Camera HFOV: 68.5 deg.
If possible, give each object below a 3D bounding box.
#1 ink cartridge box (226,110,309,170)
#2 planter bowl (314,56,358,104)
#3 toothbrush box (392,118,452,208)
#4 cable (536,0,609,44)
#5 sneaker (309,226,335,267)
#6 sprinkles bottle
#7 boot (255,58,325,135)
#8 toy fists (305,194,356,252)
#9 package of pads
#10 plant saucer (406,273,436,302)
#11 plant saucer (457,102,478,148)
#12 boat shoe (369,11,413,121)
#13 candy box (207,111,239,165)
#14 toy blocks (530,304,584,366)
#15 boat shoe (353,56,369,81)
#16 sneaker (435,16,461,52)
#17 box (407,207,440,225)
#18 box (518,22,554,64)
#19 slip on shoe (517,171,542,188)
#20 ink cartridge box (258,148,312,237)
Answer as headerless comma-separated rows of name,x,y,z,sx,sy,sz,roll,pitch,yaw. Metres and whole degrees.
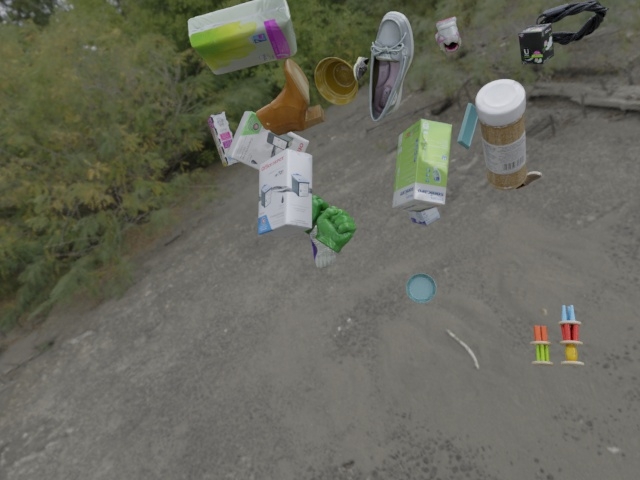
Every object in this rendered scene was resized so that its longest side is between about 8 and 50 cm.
ink cartridge box,-0.212,-0.376,1.914,0.198,0.273,0.115,-66,26,4
planter bowl,0.088,-0.723,2.092,0.217,0.217,0.090,-8,33,42
toothbrush box,0.356,-0.258,1.673,0.122,0.283,0.206,9,-7,-12
cable,0.733,-0.628,1.363,0.185,0.151,0.047,-4,68,40
sneaker,0.001,0.000,2.271,0.102,0.293,0.146,-14,43,-4
sprinkles bottle,0.517,-0.284,1.328,0.121,0.355,0.121,-11,58,18
boot,-0.128,-0.460,1.576,0.211,0.295,0.104,-12,60,19
toy fists,0.003,-0.077,1.692,0.279,0.096,0.142,32,87,33
package of pads,-0.228,-0.620,1.437,0.297,0.101,0.229,-13,-2,3
plant saucer,0.408,0.193,1.906,0.119,0.119,0.021,-29,-9,4
plant saucer,0.623,-0.480,1.965,0.018,0.067,0.192,-7,61,59
boat shoe,0.206,-0.528,1.452,0.118,0.320,0.103,22,42,17
candy box,-0.443,-0.460,2.154,0.071,0.233,0.159,-22,14,-15
toy blocks,0.595,0.240,1.190,0.123,0.054,0.148,-13,62,42
boat shoe,0.175,-0.732,1.991,0.049,0.056,0.152,-3,53,24
sneaker,0.554,-0.863,2.038,0.103,0.111,0.252,-12,0,20
box,0.395,-0.140,1.873,0.072,0.137,0.126,-30,15,-9
box,0.549,-0.499,1.196,0.052,0.083,0.062,-38,35,-21
slip on shoe,0.835,-0.242,1.897,0.135,0.051,0.041,-17,58,66
ink cartridge box,-0.089,-0.113,1.171,0.082,0.190,0.140,7,-14,-35
